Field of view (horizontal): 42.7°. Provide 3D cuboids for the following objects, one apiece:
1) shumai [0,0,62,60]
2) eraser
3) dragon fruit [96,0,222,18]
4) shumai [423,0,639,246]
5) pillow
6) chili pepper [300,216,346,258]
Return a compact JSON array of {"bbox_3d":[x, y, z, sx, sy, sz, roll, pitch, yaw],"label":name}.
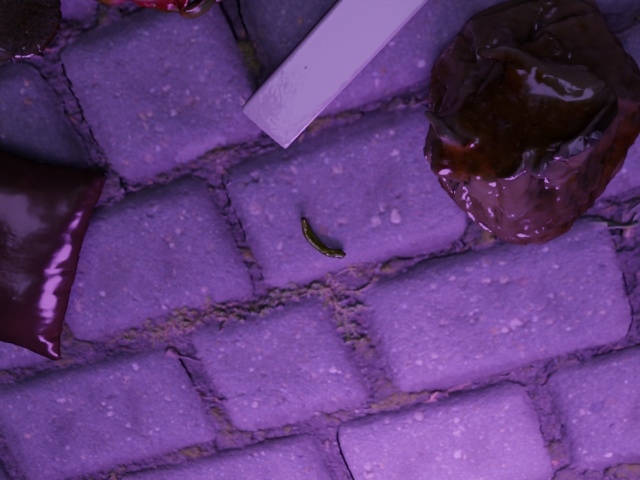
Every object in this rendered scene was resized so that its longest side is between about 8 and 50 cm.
[{"bbox_3d":[-0.384,-0.273,1.026,0.099,0.124,0.087,25,157,-25],"label":"shumai"},{"bbox_3d":[0.032,-0.246,0.983,0.076,0.078,0.298,42,113,-12],"label":"eraser"},{"bbox_3d":[-0.191,-0.379,0.870,0.303,0.231,0.237,46,123,-3],"label":"dragon fruit"},{"bbox_3d":[0.249,-0.102,0.924,0.266,0.262,0.314,-1,116,8],"label":"shumai"},{"bbox_3d":[-0.476,-0.003,1.139,0.307,0.108,0.306,19,110,-5],"label":"pillow"},{"bbox_3d":[0.000,0.000,1.131,0.083,0.017,0.030,36,113,-13],"label":"chili pepper"}]
